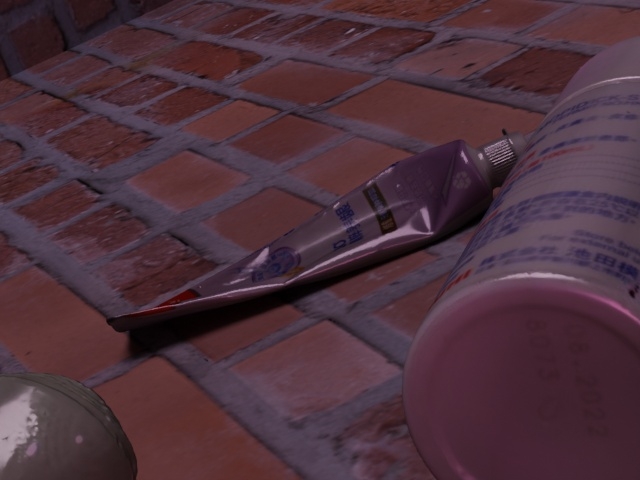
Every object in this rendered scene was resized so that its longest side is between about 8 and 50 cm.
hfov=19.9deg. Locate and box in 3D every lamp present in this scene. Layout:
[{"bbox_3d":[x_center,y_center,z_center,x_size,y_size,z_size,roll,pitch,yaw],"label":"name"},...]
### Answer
[{"bbox_3d":[-0.166,0.143,0.908,0.106,0.106,0.193,-10,30,35],"label":"lamp"}]

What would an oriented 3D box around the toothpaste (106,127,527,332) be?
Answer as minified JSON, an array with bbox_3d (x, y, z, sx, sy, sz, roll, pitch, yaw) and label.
[{"bbox_3d":[0.000,0.000,1.208,0.301,0.048,0.075,-24,21,5],"label":"toothpaste"}]

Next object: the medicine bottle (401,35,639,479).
[{"bbox_3d":[0.146,-0.001,0.877,0.130,0.130,0.341,-14,20,26],"label":"medicine bottle"}]
